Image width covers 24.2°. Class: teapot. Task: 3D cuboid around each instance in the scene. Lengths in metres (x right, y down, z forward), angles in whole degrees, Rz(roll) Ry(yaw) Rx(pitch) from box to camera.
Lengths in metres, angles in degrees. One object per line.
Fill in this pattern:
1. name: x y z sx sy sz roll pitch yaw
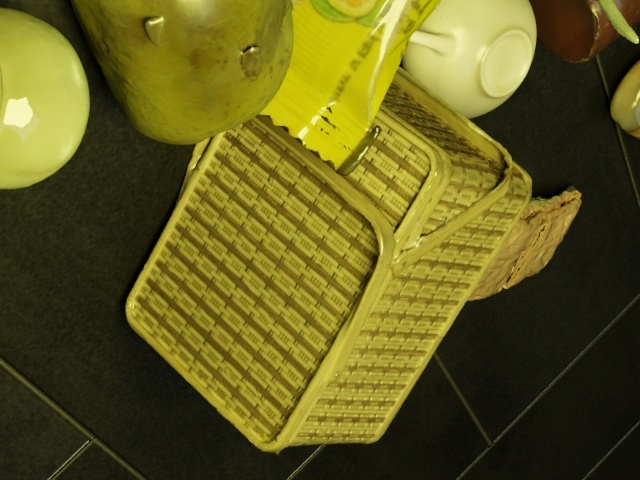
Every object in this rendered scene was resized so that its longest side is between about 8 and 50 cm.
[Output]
1. teapot: 0.136 -0.182 1.394 0.226 0.092 0.145 8 107 -46

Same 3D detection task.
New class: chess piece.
1. chess piece: -0.282 -0.103 0.942 0.330 0.182 0.182 2 122 -55

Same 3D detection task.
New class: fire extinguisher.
1. fire extinguisher: 0.356 -0.309 1.476 0.337 0.135 0.114 -37 116 -19

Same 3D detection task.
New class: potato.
1. potato: -0.096 -0.173 1.064 0.160 0.111 0.272 -20 128 -5

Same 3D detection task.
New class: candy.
1. candy: 0.043 -0.216 1.175 0.297 0.187 0.081 -53 165 3

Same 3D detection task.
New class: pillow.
1. pillow: 0.223 0.005 1.686 0.232 0.043 0.126 -14 138 -57

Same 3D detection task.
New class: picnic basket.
1. picnic basket: 0.000 0.000 1.298 0.175 0.228 0.313 7 119 -54

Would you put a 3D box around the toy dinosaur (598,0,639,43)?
1. toy dinosaur: 0.201 -0.339 1.198 0.092 0.393 0.205 7 156 -18

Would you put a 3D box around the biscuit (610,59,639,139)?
1. biscuit: 0.458 -0.204 1.751 0.290 0.062 0.237 16 110 -53
